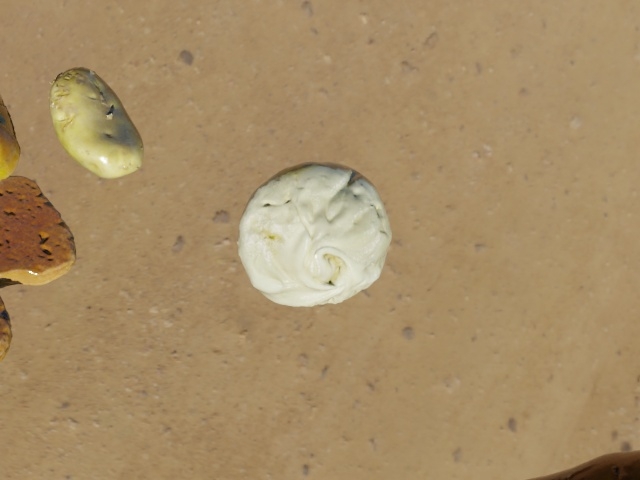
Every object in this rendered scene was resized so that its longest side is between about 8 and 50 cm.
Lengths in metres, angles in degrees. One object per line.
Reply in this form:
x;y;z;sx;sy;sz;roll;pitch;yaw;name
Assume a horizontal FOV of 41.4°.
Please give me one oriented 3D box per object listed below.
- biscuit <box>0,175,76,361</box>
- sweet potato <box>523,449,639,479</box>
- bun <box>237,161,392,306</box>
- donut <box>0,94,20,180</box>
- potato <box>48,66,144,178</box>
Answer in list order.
-0.458;0.045;1.158;0.262;0.052;0.277;42;53;18;biscuit
0.170;0.279;0.748;0.112;0.359;0.112;29;23;-14;sweet potato
0.000;0.000;0.952;0.183;0.102;0.184;-7;111;-19;bun
-0.375;-0.107;0.718;0.226;0.113;0.227;31;40;-31;donut
-0.257;-0.130;0.963;0.091;0.070;0.138;-19;80;-53;potato
